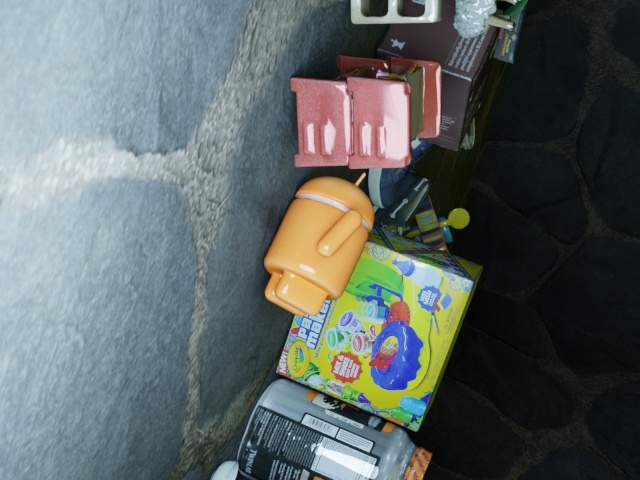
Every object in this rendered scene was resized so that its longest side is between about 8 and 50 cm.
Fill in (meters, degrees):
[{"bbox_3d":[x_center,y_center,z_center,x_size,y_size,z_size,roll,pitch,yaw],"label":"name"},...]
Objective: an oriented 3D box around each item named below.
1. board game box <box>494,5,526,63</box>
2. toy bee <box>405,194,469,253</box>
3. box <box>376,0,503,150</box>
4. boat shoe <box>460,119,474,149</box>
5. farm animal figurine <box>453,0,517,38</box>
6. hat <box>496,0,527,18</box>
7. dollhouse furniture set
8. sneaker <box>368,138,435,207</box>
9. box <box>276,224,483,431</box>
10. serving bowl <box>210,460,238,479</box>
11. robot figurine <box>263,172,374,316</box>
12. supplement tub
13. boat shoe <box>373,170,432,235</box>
[{"bbox_3d":[0.334,-0.468,1.978,0.060,0.194,0.194,9,96,-33],"label":"board game box"},{"bbox_3d":[0.261,-0.049,2.460,0.195,0.298,0.162,-32,126,-10],"label":"toy bee"},{"bbox_3d":[0.198,-0.295,1.655,0.203,0.167,0.168,89,25,-60],"label":"box"},{"bbox_3d":[0.305,-0.297,2.040,0.285,0.089,0.105,90,23,-63],"label":"boat shoe"},{"bbox_3d":[0.249,-0.521,1.483,0.330,0.172,0.327,-82,-175,-52],"label":"farm animal figurine"},{"bbox_3d":[0.339,-0.473,1.898,0.173,0.208,0.183,-51,153,6],"label":"hat"},{"bbox_3d":[0.064,-0.292,1.229,0.201,0.152,0.374,-41,132,-65],"label":"dollhouse furniture set"},{"bbox_3d":[0.202,-0.210,1.862,0.131,0.148,0.350,-42,151,-65],"label":"sneaker"},{"bbox_3d":[0.110,0.142,1.747,0.177,0.279,0.290,-26,135,-73],"label":"box"},{"bbox_3d":[-0.165,0.398,1.576,0.083,0.027,0.083,22,90,-79],"label":"serving bowl"},{"bbox_3d":[0.001,0.000,1.388,0.219,0.128,0.158,-65,161,-16],"label":"robot figurine"},{"bbox_3d":[0.027,0.388,1.713,0.193,0.316,0.194,22,90,-79],"label":"supplement tub"},{"bbox_3d":[0.154,-0.041,2.074,0.114,0.091,0.302,90,24,-59],"label":"boat shoe"}]
